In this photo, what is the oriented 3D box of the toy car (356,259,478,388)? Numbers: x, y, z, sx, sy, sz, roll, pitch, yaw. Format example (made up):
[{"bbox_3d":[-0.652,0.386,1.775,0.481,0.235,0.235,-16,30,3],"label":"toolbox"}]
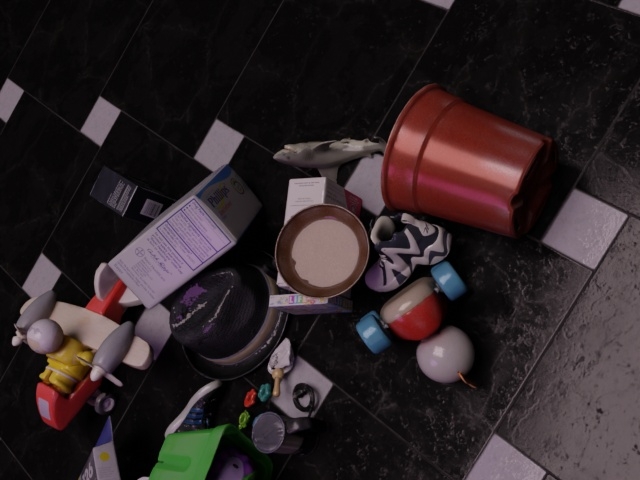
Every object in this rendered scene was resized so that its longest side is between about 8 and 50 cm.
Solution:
[{"bbox_3d":[0.227,0.196,1.673,0.219,0.210,0.238,-36,86,5],"label":"toy car"}]

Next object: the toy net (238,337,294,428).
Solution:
[{"bbox_3d":[-0.110,0.332,1.920,0.122,0.045,0.232,11,79,59],"label":"toy net"}]

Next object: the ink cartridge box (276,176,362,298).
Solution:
[{"bbox_3d":[0.000,0.000,1.862,0.100,0.172,0.237,-1,76,31],"label":"ink cartridge box"}]

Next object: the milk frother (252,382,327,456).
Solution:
[{"bbox_3d":[-0.070,0.378,1.816,0.129,0.135,0.143,-41,57,15],"label":"milk frother"}]

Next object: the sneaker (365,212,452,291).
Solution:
[{"bbox_3d":[0.137,0.014,1.746,0.235,0.153,0.094,-28,36,48],"label":"sneaker"}]

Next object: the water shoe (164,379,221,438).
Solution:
[{"bbox_3d":[-0.281,0.415,2.001,0.080,0.073,0.203,44,108,15],"label":"water shoe"}]

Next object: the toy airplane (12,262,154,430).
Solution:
[{"bbox_3d":[-0.605,0.234,2.139,0.386,0.272,0.384,-34,59,22],"label":"toy airplane"}]

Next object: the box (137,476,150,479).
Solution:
[{"bbox_3d":[-0.362,0.635,1.945,0.181,0.119,0.181,-21,65,28],"label":"box"}]

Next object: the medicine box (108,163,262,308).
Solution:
[{"bbox_3d":[-0.311,-0.015,2.008,0.289,0.263,0.149,-35,101,21],"label":"medicine box"}]

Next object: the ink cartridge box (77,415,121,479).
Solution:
[{"bbox_3d":[-0.538,0.625,2.002,0.303,0.072,0.307,-59,41,38],"label":"ink cartridge box"}]

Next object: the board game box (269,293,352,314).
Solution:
[{"bbox_3d":[-0.021,0.140,1.876,0.154,0.103,0.026,-6,73,32],"label":"board game box"}]

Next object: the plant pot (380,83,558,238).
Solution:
[{"bbox_3d":[0.301,-0.140,1.662,0.265,0.272,0.272,24,89,29],"label":"plant pot"}]

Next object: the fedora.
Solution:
[{"bbox_3d":[-0.235,0.161,1.985,0.334,0.152,0.334,-11,70,31],"label":"fedora"}]

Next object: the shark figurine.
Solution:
[{"bbox_3d":[0.049,-0.180,1.953,0.278,0.166,0.116,-2,100,16],"label":"shark figurine"}]

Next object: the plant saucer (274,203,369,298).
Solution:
[{"bbox_3d":[0.006,0.024,1.735,0.199,0.036,0.198,-4,75,15],"label":"plant saucer"}]

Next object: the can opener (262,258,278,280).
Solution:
[{"bbox_3d":[-0.081,0.073,1.891,0.059,0.186,0.073,-42,69,12],"label":"can opener"}]

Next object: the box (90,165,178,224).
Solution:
[{"bbox_3d":[-0.490,-0.111,2.241,0.158,0.156,0.093,29,94,37],"label":"box"}]

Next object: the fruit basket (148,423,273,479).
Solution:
[{"bbox_3d":[-0.174,0.588,1.721,0.392,0.283,0.392,-13,51,17],"label":"fruit basket"}]
